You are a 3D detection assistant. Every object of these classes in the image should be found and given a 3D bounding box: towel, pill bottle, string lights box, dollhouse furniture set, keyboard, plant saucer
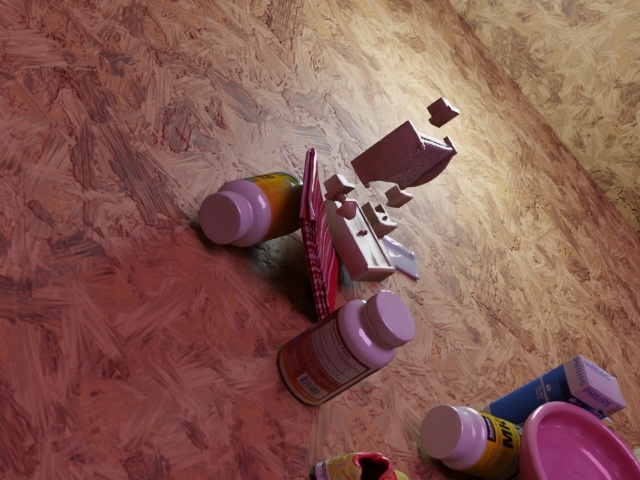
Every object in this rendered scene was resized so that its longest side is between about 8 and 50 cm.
[{"bbox_3d":[0.000,0.000,1.717,0.199,0.031,0.275,-86,170,-48],"label":"towel"},{"bbox_3d":[0.288,0.378,1.792,0.208,0.119,0.119,25,40,-40],"label":"pill bottle"},{"bbox_3d":[0.461,0.340,1.933,0.133,0.259,0.077,31,37,-33],"label":"string lights box"},{"bbox_3d":[0.191,-0.081,1.842,0.303,0.355,0.174,5,54,-60],"label":"dollhouse furniture set"},{"bbox_3d":[-0.116,-0.053,1.671,0.118,0.117,0.208,58,31,8],"label":"pill bottle"},{"bbox_3d":[0.123,0.009,2.051,0.256,0.014,0.072,29,43,-35],"label":"keyboard"},{"bbox_3d":[0.483,0.457,1.756,0.332,0.084,0.332,26,37,-22],"label":"plant saucer"},{"bbox_3d":[0.045,0.172,1.566,0.121,0.216,0.121,35,35,-29],"label":"pill bottle"}]

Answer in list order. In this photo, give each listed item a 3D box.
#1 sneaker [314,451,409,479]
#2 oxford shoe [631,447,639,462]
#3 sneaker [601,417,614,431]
[{"bbox_3d":[0.090,0.383,1.535,0.208,0.094,0.081,22,41,-45],"label":"sneaker"},{"bbox_3d":[0.771,0.570,2.304,0.397,0.141,0.146,19,13,-38],"label":"oxford shoe"},{"bbox_3d":[0.567,0.457,2.139,0.300,0.111,0.121,9,62,-44],"label":"sneaker"}]
